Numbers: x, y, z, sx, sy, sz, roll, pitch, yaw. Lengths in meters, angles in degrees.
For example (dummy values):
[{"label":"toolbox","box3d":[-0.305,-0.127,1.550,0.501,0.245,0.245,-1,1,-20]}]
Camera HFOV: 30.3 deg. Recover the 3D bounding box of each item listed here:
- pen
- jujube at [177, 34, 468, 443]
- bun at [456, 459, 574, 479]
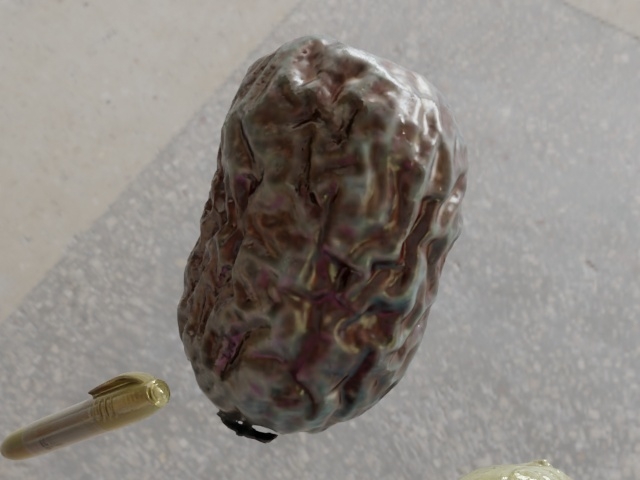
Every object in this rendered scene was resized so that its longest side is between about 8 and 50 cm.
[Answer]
[{"label":"pen","box3d":[-0.196,0.142,0.947,0.233,0.032,0.040,-23,80,42]},{"label":"jujube","box3d":[0.000,0.000,0.949,0.226,0.226,0.316,24,105,22]},{"label":"bun","box3d":[0.235,0.304,1.254,0.222,0.222,0.127,24,78,22]}]
